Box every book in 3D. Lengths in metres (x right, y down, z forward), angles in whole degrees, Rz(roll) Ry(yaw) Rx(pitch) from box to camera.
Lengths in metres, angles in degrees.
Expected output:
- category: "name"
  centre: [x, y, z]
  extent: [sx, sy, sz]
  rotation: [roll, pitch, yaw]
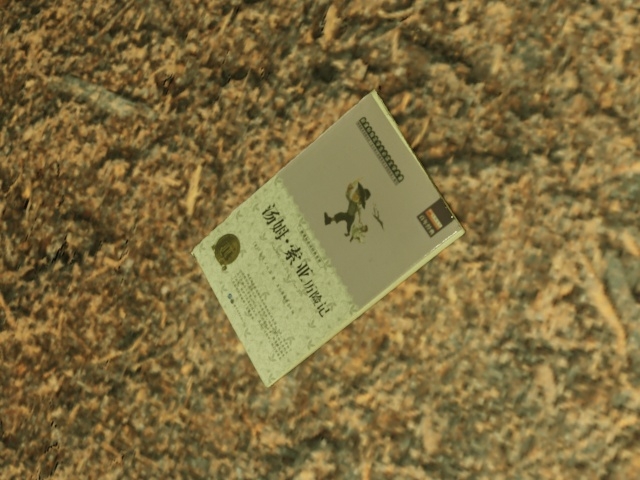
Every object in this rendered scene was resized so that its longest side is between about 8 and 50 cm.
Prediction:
- category: "book"
  centre: [0.000, 0.000, 0.801]
  extent: [0.181, 0.014, 0.127]
  rotation: [-40, 61, 18]
